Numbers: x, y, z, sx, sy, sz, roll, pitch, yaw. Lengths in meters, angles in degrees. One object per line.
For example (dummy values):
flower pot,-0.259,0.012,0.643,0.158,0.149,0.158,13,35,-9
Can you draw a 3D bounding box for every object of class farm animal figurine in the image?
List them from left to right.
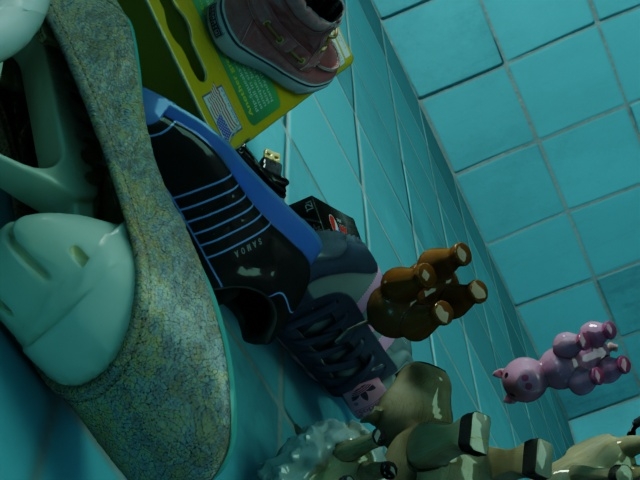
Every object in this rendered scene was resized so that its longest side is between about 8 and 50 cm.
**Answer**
farm animal figurine,0.116,0.183,0.909,0.330,0.172,0.326,42,52,-17

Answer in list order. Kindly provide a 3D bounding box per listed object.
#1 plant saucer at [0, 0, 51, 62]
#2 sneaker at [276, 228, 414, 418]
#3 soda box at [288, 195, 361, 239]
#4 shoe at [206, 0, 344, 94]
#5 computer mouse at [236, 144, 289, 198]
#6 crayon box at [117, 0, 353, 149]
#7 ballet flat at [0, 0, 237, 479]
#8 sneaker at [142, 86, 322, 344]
plant saucer,-0.250,-0.234,0.421,0.400,0.101,0.400,-22,90,-78
sneaker,0.024,0.086,0.992,0.319,0.112,0.131,37,31,-64
soda box,0.000,0.000,1.167,0.169,0.053,0.060,25,44,-73
shoe,-0.009,-0.166,0.893,0.178,0.081,0.063,9,65,-62
computer mouse,-0.073,-0.156,1.111,0.184,0.060,0.262,56,18,-41
crayon box,-0.092,-0.192,0.938,0.203,0.083,0.323,65,26,-12
ballet flat,-0.134,-0.012,0.585,0.106,0.107,0.316,16,44,-49
sneaker,-0.090,-0.015,0.768,0.232,0.081,0.090,40,61,-33
